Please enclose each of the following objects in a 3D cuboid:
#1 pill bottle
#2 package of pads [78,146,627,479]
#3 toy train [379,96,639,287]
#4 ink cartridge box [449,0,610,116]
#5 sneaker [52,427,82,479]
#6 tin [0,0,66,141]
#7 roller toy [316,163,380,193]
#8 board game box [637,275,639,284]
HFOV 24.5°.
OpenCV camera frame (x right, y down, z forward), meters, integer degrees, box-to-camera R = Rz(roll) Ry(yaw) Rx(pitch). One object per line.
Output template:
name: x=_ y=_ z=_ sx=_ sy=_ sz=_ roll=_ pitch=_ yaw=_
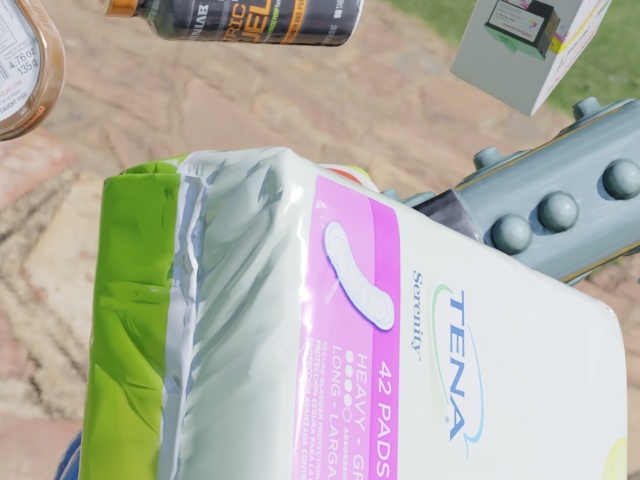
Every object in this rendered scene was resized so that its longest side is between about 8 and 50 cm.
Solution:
pill bottle: x=-0.091 y=-0.255 z=1.421 sx=0.245 sy=0.130 sz=0.130 roll=-1 pitch=36 yaw=-19
package of pads: x=0.022 y=0.138 z=0.510 sx=0.229 sy=0.101 sz=0.297 roll=23 pitch=64 yaw=-48
toy train: x=0.157 y=-0.011 z=1.098 sx=0.190 sy=0.334 sz=0.142 roll=121 pitch=-56 yaw=-89
ink cartridge box: x=0.271 y=-0.307 z=1.652 sx=0.117 sy=0.278 sz=0.201 roll=32 pitch=50 yaw=11
sneaker: x=-0.247 y=0.332 z=1.505 sx=0.129 sy=0.330 sz=0.147 roll=24 pitch=9 yaw=-8
tin: x=-0.252 y=-0.157 z=1.014 sx=0.190 sy=0.106 sz=0.040 roll=57 pitch=4 yaw=3
roller toy: x=0.000 y=0.000 z=2.113 sx=0.209 sy=0.146 sz=0.191 roll=-21 pitch=45 yaw=-9
board game box: x=0.478 y=0.014 z=1.529 sx=0.224 sy=0.097 sz=0.303 roll=39 pitch=36 yaw=5
